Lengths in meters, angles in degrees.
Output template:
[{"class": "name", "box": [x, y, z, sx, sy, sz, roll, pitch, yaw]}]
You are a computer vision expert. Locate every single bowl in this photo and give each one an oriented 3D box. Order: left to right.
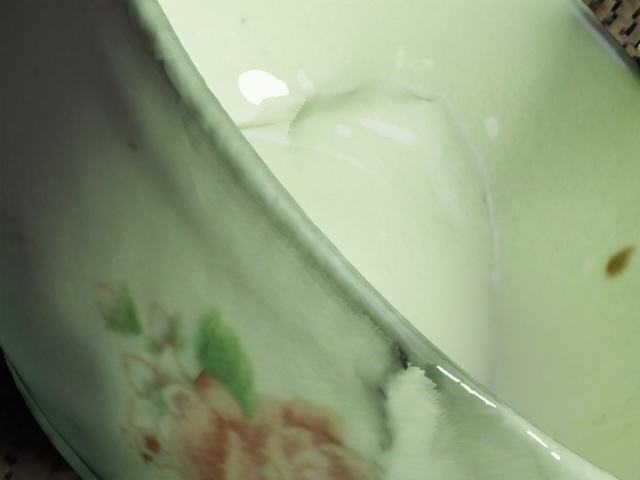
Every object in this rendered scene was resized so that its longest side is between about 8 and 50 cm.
[{"class": "bowl", "box": [0.000, 0.000, 0.546, 0.277, 0.145, 0.277, 35, 31, -25]}]

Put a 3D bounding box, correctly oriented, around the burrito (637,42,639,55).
[{"class": "burrito", "box": [0.141, -0.001, 0.562, 0.045, 0.041, 0.185, 3, 48, -22]}]
